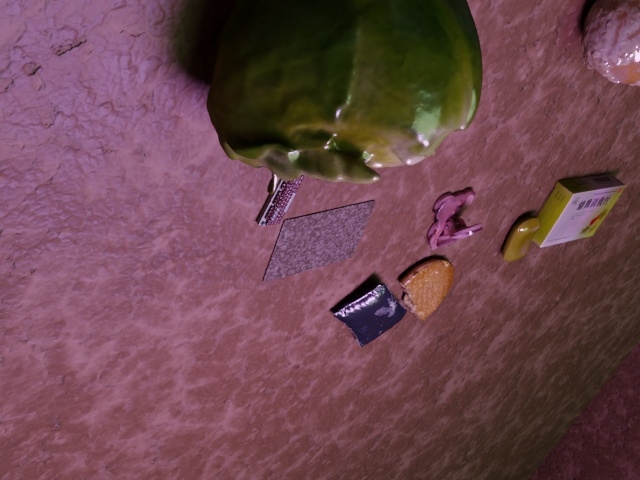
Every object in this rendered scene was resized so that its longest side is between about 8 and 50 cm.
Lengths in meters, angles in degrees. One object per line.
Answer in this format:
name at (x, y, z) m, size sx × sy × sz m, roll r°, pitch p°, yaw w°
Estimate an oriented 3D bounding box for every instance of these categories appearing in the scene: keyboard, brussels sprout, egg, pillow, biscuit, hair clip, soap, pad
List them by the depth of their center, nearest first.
brussels sprout at (0.026, -0.238, 1.215) m, size 0.371 × 0.315 × 0.276 m, roll -18°, pitch -171°, yaw 26°
keyboard at (-0.057, -0.092, 1.556) m, size 0.055 × 0.017 × 0.166 m, roll -3°, pitch 131°, yaw -47°
pad at (0.000, 0.000, 1.749) m, size 0.235 × 0.003 × 0.158 m, roll -14°, pitch 139°, yaw -38°
egg at (0.622, -0.415, 1.757) m, size 0.245 × 0.203 × 0.203 m, roll -48°, pitch 149°, yaw 15°
hair clip at (0.284, -0.046, 1.994) m, size 0.123 × 0.102 × 0.138 m, roll -18°, pitch 174°, yaw -33°
pillow at (0.117, 0.164, 2.035) m, size 0.141 × 0.055 × 0.208 m, roll -36°, pitch 149°, yaw 1°
biscuit at (0.255, 0.103, 2.139) m, size 0.144 × 0.033 × 0.224 m, roll -43°, pitch 150°, yaw -4°
soap at (0.504, -0.006, 2.277) m, size 0.089 × 0.045 × 0.140 m, roll -20°, pitch 141°, yaw -37°

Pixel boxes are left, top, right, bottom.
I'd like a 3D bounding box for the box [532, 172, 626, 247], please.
box at (0.666, -0.080, 2.355) m, size 0.260 × 0.062 × 0.175 m, roll -9°, pitch 136°, yaw -42°
